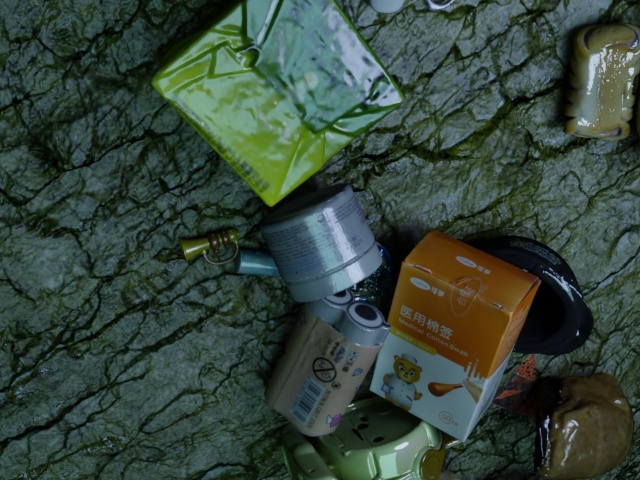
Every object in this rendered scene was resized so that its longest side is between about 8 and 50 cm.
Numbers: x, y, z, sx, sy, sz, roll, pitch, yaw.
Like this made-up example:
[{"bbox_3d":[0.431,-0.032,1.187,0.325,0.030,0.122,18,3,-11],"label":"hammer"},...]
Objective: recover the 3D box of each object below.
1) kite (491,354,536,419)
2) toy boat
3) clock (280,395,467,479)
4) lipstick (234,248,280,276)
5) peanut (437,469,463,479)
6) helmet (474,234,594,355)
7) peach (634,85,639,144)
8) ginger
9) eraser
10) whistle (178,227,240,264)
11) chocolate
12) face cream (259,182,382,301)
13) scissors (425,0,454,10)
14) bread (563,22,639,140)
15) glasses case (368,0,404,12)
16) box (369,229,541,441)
[{"bbox_3d":[0.441,0.353,1.883,0.125,0.008,0.222,-16,122,-5],"label":"kite"},{"bbox_3d":[0.087,0.115,1.570,0.114,0.115,0.261,-2,119,-17],"label":"toy boat"},{"bbox_3d":[0.108,0.415,1.659,0.349,0.286,0.117,-17,103,-14],"label":"clock"},{"bbox_3d":[-0.078,0.043,1.518,0.158,0.048,0.048,5,117,-20],"label":"lipstick"},{"bbox_3d":[0.188,0.647,1.875,0.340,0.158,0.174,-43,137,7],"label":"peanut"},{"bbox_3d":[0.398,0.092,1.604,0.279,0.160,0.230,21,128,11],"label":"helmet"},{"bbox_3d":[0.729,-0.250,1.468,0.316,0.281,0.314,-37,131,8],"label":"peach"},{"bbox_3d":[0.579,0.421,1.808,0.223,0.269,0.200,4,116,11],"label":"ginger"},{"bbox_3d":[0.004,0.227,1.556,0.087,0.171,0.290,-31,151,-53],"label":"eraser"},{"bbox_3d":[-0.193,0.013,1.462,0.109,0.057,0.046,-12,161,-13],"label":"whistle"},{"bbox_3d":[-0.069,-0.256,1.302,0.289,0.137,0.301,-39,121,6],"label":"chocolate"},{"bbox_3d":[0.000,0.000,1.423,0.177,0.177,0.152,-24,103,-3],"label":"face cream"},{"bbox_3d":[0.265,-0.437,1.371,0.212,0.021,0.110,-2,116,-16],"label":"scissors"},{"bbox_3d":[0.511,-0.284,1.501,0.134,0.081,0.225,-6,122,-9],"label":"bread"},{"bbox_3d":[0.113,-0.446,1.306,0.063,0.041,0.164,-3,119,-18],"label":"glasses case"},{"bbox_3d":[0.245,0.178,1.551,0.143,0.225,0.341,-38,148,-48],"label":"box"}]
